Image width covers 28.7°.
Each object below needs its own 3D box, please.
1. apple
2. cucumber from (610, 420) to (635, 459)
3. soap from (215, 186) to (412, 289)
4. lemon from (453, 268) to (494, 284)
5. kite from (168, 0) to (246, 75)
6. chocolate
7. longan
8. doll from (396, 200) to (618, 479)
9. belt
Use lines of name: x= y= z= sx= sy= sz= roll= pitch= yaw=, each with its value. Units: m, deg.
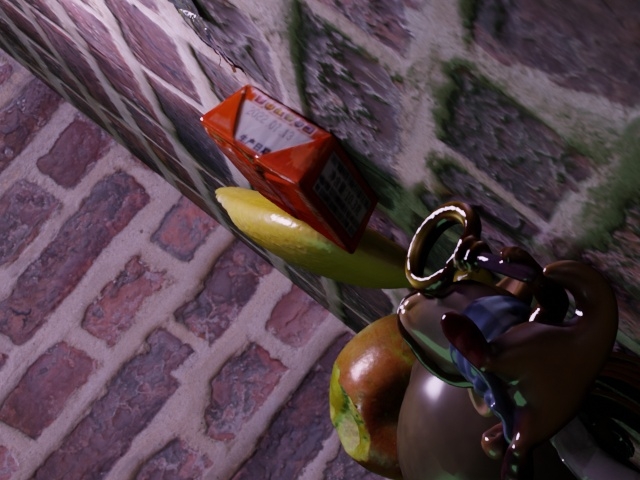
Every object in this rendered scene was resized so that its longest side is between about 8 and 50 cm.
apple: x=0.181 y=0.302 z=2.449 sx=0.339 sy=0.339 sz=0.339 roll=39 pitch=172 yaw=6
cucumber: x=0.478 y=0.321 z=2.191 sx=0.181 sy=0.053 sz=0.053 roll=38 pitch=172 yaw=0
soap: x=-0.002 y=0.003 z=2.231 sx=0.306 sy=0.115 sz=0.427 roll=28 pitch=174 yaw=-31
lemon: x=0.229 y=0.068 z=1.873 sx=0.062 sy=0.062 sz=0.083 roll=35 pitch=171 yaw=31
kite: x=-0.188 y=-0.322 z=1.794 sx=0.141 sy=0.015 sz=0.245 roll=32 pitch=166 yaw=49
chocolate: x=-0.040 y=-0.114 z=1.952 sx=0.235 sy=0.108 sz=0.237 roll=35 pitch=170 yaw=35
longan: x=0.286 y=0.312 z=1.980 sx=0.404 sy=0.336 sz=0.404 roll=49 pitch=-170 yaw=-12
doll: x=0.215 y=0.124 z=1.563 sx=0.209 sy=0.318 sz=0.340 roll=10 pitch=-175 yaw=-14
belt: x=0.415 y=0.264 z=1.663 sx=0.261 sy=0.184 sz=0.105 roll=34 pitch=171 yaw=35
